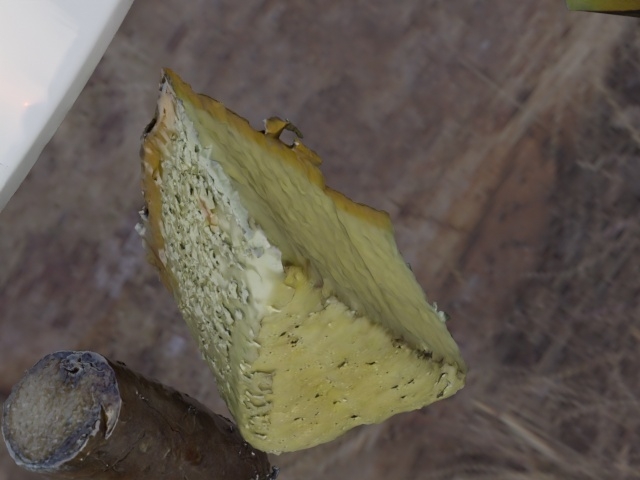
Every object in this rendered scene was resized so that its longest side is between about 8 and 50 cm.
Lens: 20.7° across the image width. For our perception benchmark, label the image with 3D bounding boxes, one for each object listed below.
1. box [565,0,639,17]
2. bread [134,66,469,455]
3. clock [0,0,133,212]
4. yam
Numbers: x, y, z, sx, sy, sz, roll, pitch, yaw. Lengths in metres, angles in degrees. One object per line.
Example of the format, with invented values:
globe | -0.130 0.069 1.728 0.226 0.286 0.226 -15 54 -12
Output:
box | 0.189 -0.266 1.034 0.071 0.159 0.240 4 48 25
bread | 0.000 0.000 1.495 0.315 0.279 0.248 110 141 -54
clock | -0.121 -0.071 0.520 0.230 0.083 0.230 -49 22 28
yam | -0.149 0.182 1.520 0.131 0.280 0.131 -13 61 25
